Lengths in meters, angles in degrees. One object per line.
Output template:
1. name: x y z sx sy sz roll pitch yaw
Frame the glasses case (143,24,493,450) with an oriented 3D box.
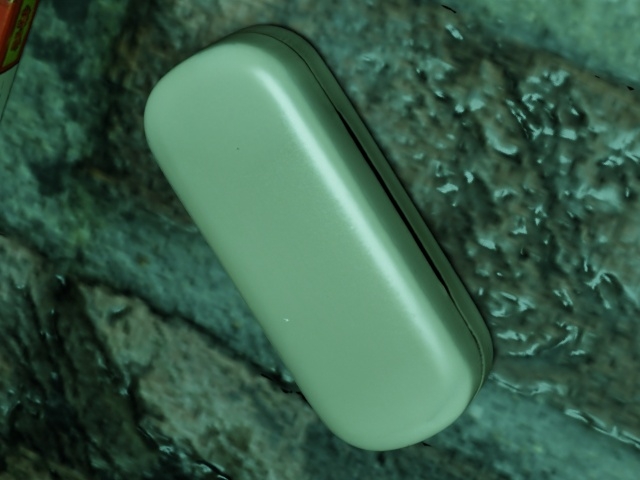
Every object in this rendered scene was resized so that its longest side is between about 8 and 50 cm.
1. glasses case: 0.000 0.000 0.793 0.083 0.050 0.196 -27 99 26

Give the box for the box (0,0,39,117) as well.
1. box: -0.238 -0.148 0.837 0.235 0.034 0.132 30 119 8
